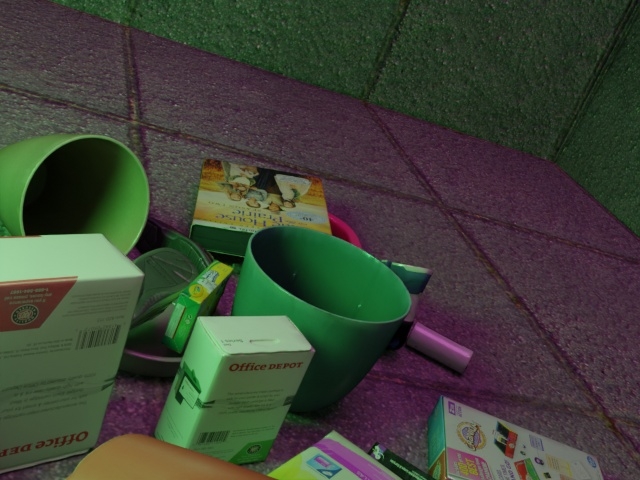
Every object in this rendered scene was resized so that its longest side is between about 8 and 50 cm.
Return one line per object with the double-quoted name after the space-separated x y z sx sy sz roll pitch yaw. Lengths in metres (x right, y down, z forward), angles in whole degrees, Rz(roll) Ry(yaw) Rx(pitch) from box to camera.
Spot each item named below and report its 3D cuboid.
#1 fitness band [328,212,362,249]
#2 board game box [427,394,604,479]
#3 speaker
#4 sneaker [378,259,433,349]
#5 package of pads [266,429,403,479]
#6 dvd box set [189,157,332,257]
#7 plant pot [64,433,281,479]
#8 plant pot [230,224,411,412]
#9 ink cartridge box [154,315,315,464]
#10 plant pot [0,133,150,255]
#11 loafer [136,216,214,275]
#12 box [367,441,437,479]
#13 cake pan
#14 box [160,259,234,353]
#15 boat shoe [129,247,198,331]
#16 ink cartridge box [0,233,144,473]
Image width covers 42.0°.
0.000 0.000 2.010 0.208 0.054 0.291 17 25 -15 "fitness band"
0.340 0.409 1.425 0.316 0.064 0.242 22 23 -2 "board game box"
0.251 0.226 1.752 0.136 0.055 0.055 27 23 11 "speaker"
0.106 0.131 1.740 0.127 0.182 0.315 14 -5 -24 "sneaker"
0.019 0.396 1.109 0.229 0.101 0.296 33 25 24 "package of pads"
-0.135 -0.071 1.909 0.307 0.062 0.420 10 23 -8 "dvd box set"
-0.151 0.345 0.885 0.243 0.275 0.275 22 20 28 "plant pot"
-0.025 0.148 1.432 0.292 0.235 0.293 20 23 -9 "plant pot"
-0.125 0.218 1.204 0.160 0.220 0.092 4 30 -39 "ink cartridge box"
-0.500 -0.093 1.543 0.274 0.257 0.256 21 16 41 "plant pot"
-0.265 0.030 1.653 0.267 0.096 0.084 37 20 33 "loafer"
0.155 0.370 1.249 0.162 0.029 0.116 23 -21 51 "box"
-0.303 0.135 1.433 0.293 0.054 0.293 19 23 -9 "cake pan"
-0.200 0.103 1.396 0.043 0.105 0.179 28 23 6 "box"
-0.326 0.101 1.313 0.118 0.103 0.320 44 33 12 "boat shoe"
-0.370 0.143 1.064 0.207 0.283 0.117 -3 31 -46 "ink cartridge box"
